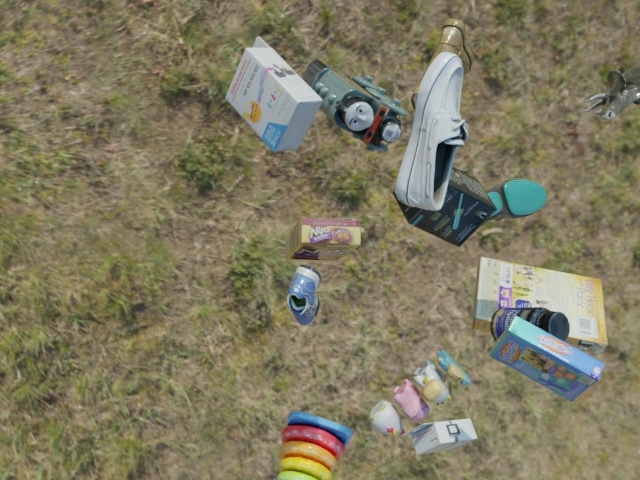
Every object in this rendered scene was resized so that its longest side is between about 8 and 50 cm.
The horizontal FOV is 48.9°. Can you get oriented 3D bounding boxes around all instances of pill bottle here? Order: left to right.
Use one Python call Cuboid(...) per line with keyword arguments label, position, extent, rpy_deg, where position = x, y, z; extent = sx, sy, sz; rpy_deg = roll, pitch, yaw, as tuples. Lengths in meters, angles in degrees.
Cuboid(label="pill bottle", position=(0.628, 0.260, 2.107), extent=(0.123, 0.219, 0.122), rpy_deg=(4, 82, -32))

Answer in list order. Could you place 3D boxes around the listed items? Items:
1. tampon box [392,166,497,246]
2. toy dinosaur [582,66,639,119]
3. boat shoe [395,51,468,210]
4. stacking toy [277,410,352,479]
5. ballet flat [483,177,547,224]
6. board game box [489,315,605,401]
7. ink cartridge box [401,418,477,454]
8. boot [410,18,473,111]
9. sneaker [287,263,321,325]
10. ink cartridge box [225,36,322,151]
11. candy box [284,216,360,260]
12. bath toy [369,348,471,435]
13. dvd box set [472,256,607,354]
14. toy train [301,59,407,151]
Cuboid(label="tampon box", position=(0.255, -0.081, 1.449), extent=(0.161, 0.101, 0.120), rpy_deg=(22, 122, -36))
Cuboid(label="toy dinosaur", position=(0.732, -0.348, 1.574), extent=(0.313, 0.160, 0.121), rpy_deg=(-29, 138, -43))
Cuboid(label="boat shoe", position=(0.202, -0.175, 1.154), extent=(0.095, 0.084, 0.258), rpy_deg=(-6, 112, -50))
Cuboid(label="stacking toy", position=(-0.044, 0.573, 1.662), extent=(0.166, 0.175, 0.301), rpy_deg=(17, 55, 2))
Cuboid(label="ballet flat", position=(0.481, -0.100, 1.959), extent=(0.342, 0.124, 0.116), rpy_deg=(-17, 94, -35))
Cuboid(label="board game box", position=(0.499, 0.266, 1.568), extent=(0.047, 0.210, 0.160), rpy_deg=(-55, 167, -26))
Cuboid(label="ink cartridge box", position=(0.321, 0.533, 1.907), extent=(0.180, 0.104, 0.060), rpy_deg=(5, 57, -36))
Cuboid(label="boot", position=(0.343, -0.459, 2.009), extent=(0.269, 0.089, 0.236), rpy_deg=(-67, 151, -17))
Cuboid(label="sneaker", position=(-0.050, 0.144, 1.664), extent=(0.081, 0.080, 0.211), rpy_deg=(-58, 160, -34))
Cuboid(label="ink cartridge box", position=(-0.090, -0.245, 1.160), extent=(0.062, 0.181, 0.104), rpy_deg=(-16, 146, -45))
Cuboid(label="candy box", position=(0.000, 0.000, 1.323), extent=(0.109, 0.186, 0.053), rpy_deg=(2, 78, -11))
Cuboid(label="bath toy", position=(0.308, 0.506, 2.229), extent=(0.129, 0.151, 0.348), rpy_deg=(44, 109, -5))
Cuboid(label="dvd box set", position=(0.733, 0.211, 2.363), extent=(0.307, 0.421, 0.062), rpy_deg=(-72, 170, -47))
Cuboid(label="toy train", position=(0.074, -0.333, 1.718), extent=(0.190, 0.334, 0.142), rpy_deg=(18, 112, -29))
